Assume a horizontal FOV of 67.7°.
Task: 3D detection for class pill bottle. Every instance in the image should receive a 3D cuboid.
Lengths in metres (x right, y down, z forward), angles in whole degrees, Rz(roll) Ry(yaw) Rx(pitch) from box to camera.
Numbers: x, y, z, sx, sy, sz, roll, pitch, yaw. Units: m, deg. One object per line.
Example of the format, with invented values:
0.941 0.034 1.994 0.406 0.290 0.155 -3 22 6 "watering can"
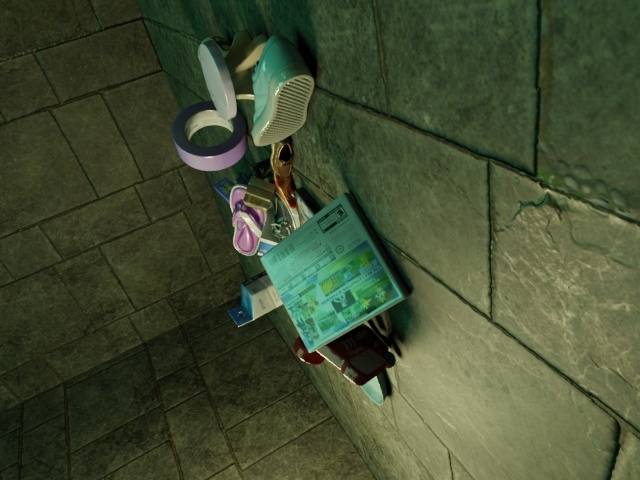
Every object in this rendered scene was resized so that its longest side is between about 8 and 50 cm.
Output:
-0.305 -0.560 1.513 0.186 0.112 0.112 53 161 35 "pill bottle"

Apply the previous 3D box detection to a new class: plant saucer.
0.154 0.446 1.743 0.317 0.044 0.317 56 163 27 "plant saucer"

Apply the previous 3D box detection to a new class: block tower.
-0.223 -0.161 1.747 0.097 0.090 0.335 21 178 -5 "block tower"

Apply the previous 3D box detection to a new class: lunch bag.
-0.337 -0.261 2.162 0.067 0.065 0.098 51 171 14 "lunch bag"

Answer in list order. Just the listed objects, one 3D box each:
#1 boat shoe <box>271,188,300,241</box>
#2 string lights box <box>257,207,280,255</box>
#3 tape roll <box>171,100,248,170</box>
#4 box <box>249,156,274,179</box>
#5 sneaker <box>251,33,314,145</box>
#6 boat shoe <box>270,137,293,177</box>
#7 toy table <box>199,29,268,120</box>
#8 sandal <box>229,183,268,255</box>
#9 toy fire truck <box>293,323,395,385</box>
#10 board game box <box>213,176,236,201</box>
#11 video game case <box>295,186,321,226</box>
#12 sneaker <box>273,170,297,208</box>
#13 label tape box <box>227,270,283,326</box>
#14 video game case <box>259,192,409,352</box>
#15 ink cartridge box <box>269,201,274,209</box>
-0.131 -0.053 1.763 0.108 0.102 0.301 47 157 46 "boat shoe"
-0.200 -0.022 1.963 0.259 0.077 0.133 121 165 -71 "string lights box"
-0.418 -0.401 1.821 0.274 0.275 0.090 57 163 22 "tape roll"
-0.198 -0.254 1.699 0.062 0.083 0.052 68 165 -13 "box"
-0.110 -0.368 1.194 0.150 0.135 0.366 69 156 9 "sneaker"
-0.116 -0.254 1.476 0.060 0.064 0.178 56 160 32 "boat shoe"
-0.223 -0.457 1.324 0.252 0.161 0.274 64 165 -2 "toy table"
-0.318 -0.062 2.065 0.170 0.102 0.416 14 138 8 "sandal"
0.089 0.306 1.403 0.254 0.169 0.302 36 -165 24 "toy fire truck"
-0.370 -0.164 2.272 0.233 0.078 0.347 51 172 -30 "board game box"
0.000 0.000 1.552 0.248 0.035 0.274 52 161 36 "video game case"
-0.124 -0.185 1.606 0.067 0.064 0.175 37 149 52 "sneaker"
-0.260 0.233 2.167 0.249 0.348 0.115 19 133 68 "label tape box"
0.022 0.090 1.235 0.329 0.036 0.299 -36 76 29 "video game case"
-0.228 -0.161 2.039 0.083 0.028 0.048 35 148 58 "ink cartridge box"
